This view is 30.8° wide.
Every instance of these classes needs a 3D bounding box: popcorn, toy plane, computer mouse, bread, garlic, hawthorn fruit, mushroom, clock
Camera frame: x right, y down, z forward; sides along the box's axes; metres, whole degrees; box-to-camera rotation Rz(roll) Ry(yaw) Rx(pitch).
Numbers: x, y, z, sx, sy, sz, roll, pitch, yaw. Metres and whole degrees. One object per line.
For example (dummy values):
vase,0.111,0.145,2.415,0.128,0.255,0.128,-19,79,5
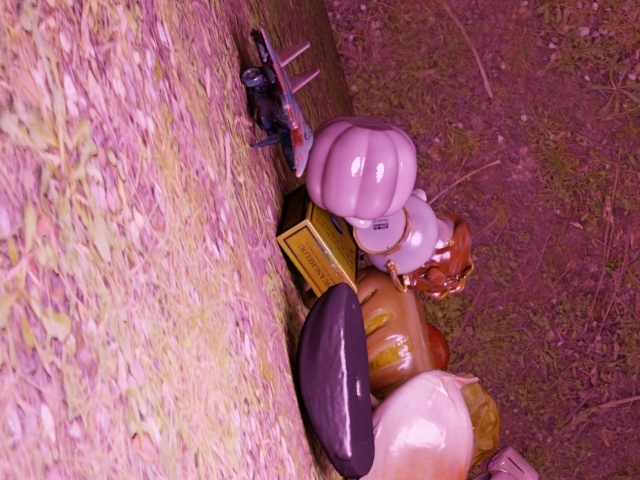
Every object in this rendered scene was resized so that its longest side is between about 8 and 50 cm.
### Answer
popcorn,0.221,0.382,2.287,0.225,0.277,0.276,126,-48,-76
toy plane,-0.059,-0.192,1.745,0.326,0.104,0.223,-90,163,-48
computer mouse,0.014,0.195,1.593,0.137,0.086,0.269,17,67,-71
bread,0.120,0.204,2.072,0.333,0.160,0.333,-17,90,-83
garlic,0.156,0.371,1.811,0.286,0.249,0.313,10,66,-57
hawthorn fruit,0.183,0.244,2.461,0.189,0.189,0.189,-15,90,-83
mushroom,0.043,0.194,1.881,0.068,0.043,0.306,30,-27,57
clock,0.291,0.558,2.258,0.114,0.284,0.309,47,21,1

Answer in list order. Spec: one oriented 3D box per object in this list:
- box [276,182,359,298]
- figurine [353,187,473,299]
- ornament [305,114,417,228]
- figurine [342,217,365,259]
box,0.000,0.000,1.821,0.141,0.064,0.220,54,12,-14
figurine,0.164,0.007,1.961,0.263,0.142,0.189,25,70,-54
ornament,0.060,-0.104,1.781,0.177,0.178,0.177,-15,90,-83
figurine,0.032,-0.030,2.027,0.192,0.147,0.126,44,47,-40
